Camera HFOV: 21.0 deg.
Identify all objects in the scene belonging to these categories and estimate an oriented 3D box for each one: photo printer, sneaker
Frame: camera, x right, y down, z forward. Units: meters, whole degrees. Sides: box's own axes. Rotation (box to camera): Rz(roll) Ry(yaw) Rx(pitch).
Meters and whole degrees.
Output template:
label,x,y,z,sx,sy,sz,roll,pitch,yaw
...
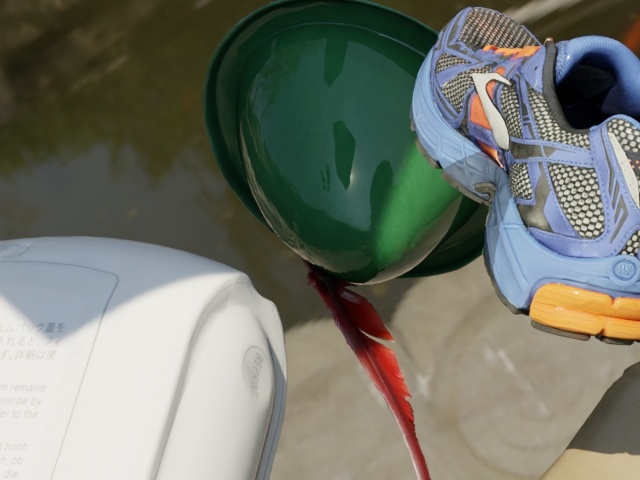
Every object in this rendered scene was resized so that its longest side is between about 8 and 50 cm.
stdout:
label,x,y,z,sx,sy,sz,roll,pitch,yaw
photo printer,-0.154,0.139,0.771,0.256,0.107,0.308,-3,58,30
sneaker,0.098,-0.046,0.686,0.221,0.083,0.087,-113,39,-57

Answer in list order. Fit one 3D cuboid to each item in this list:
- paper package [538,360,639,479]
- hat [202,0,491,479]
label,x,y,z,sx,sy,sz,roll,pitch,yaw
paper package,0.215,0.251,0.733,0.324,0.310,0.168,25,43,22
hat,0.000,0.000,0.855,0.208,0.173,0.183,19,41,13
